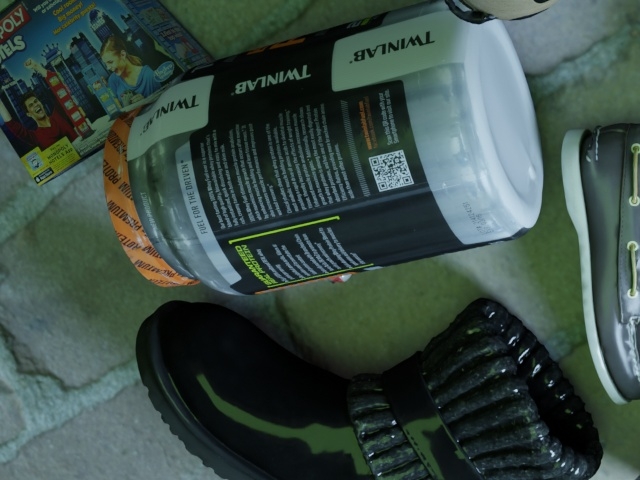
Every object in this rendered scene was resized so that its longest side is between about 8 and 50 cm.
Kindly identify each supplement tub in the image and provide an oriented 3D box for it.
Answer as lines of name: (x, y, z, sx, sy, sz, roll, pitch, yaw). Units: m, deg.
supplement tub: (0.001, -0.066, 1.153, 0.316, 0.193, 0.194, -13, 102, 21)

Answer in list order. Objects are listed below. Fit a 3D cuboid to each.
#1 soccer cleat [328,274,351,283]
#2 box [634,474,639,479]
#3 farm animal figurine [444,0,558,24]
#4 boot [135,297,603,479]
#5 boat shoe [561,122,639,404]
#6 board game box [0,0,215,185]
soccer cleat: (0.000, 0.000, 1.271, 0.035, 0.029, 0.083, -41, 80, 2)
box: (0.329, 0.190, 1.127, 0.207, 0.114, 0.036, -20, 94, 43)
farm animal figurine: (0.212, -0.232, 0.934, 0.326, 0.330, 0.172, -23, 93, 7)
boot: (0.040, 0.124, 1.233, 0.348, 0.131, 0.260, 42, 123, -8)
boat shoe: (0.244, 0.021, 1.154, 0.068, 0.081, 0.228, -7, 102, 26)
board game box: (-0.218, -0.179, 1.277, 0.194, 0.060, 0.194, -29, 94, 26)
